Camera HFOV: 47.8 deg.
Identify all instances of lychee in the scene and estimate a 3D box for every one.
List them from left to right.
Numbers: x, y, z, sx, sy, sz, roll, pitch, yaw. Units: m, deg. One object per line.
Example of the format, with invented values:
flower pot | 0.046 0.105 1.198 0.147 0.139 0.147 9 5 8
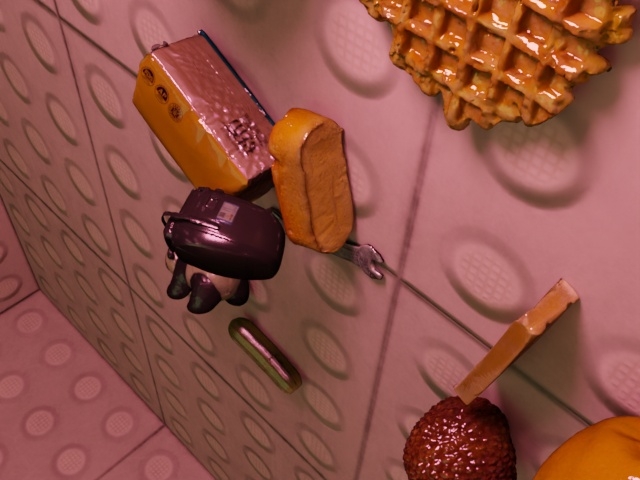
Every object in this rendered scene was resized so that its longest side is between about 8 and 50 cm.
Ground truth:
lychee | 0.227 0.345 1.158 0.194 0.194 0.195 36 147 28

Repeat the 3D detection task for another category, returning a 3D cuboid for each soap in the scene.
soap | 0.258 0.144 0.977 0.037 0.092 0.252 46 151 17

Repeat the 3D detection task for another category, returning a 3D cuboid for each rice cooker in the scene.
rice cooker | -0.154 -0.007 1.157 0.202 0.119 0.142 19 159 3

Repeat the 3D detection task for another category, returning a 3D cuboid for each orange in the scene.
orange | 0.380 0.329 0.836 0.279 0.278 0.235 6 97 53

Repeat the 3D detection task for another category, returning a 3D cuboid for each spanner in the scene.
spanner | 0.000 0.000 1.274 0.301 0.017 0.071 23 139 42

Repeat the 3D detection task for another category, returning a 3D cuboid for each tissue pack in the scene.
tissue pack | -0.187 -0.188 1.222 0.271 0.134 0.192 53 152 2

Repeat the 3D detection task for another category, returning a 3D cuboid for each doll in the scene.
doll | -0.262 0.074 1.627 0.234 0.143 0.135 20 113 47

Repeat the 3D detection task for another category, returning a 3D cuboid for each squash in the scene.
squash | -0.132 0.268 1.704 0.229 0.066 0.066 45 150 15

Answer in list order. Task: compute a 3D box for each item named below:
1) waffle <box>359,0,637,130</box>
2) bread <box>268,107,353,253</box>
waffle | 0.154 -0.257 0.734 0.312 0.060 0.307 54 150 -5
bread | -0.016 -0.087 1.119 0.094 0.102 0.246 26 143 36
